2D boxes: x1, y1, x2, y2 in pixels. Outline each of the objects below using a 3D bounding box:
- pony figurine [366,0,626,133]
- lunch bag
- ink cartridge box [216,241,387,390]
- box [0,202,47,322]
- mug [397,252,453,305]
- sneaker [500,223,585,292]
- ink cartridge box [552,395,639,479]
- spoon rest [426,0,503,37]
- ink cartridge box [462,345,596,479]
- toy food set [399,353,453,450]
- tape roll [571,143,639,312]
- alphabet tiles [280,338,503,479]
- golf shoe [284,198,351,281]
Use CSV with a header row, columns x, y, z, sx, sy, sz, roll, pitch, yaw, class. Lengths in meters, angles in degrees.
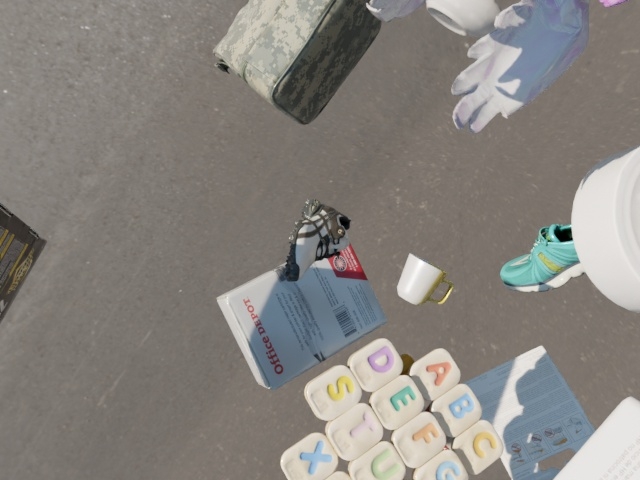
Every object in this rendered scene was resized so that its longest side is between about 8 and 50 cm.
x,y,z,sx,sy,sz,roll,pitch,yaw,class
0.230,-0.327,0.572,0.351,0.303,0.363,-29,63,25,pony figurine
-0.061,-0.437,1.138,0.256,0.213,0.305,40,99,22,lunch bag
-0.038,0.138,1.079,0.273,0.114,0.196,-26,91,-23,ink cartridge box
-0.423,0.101,0.564,0.079,0.257,0.321,26,74,-10,box
0.152,0.064,0.808,0.078,0.062,0.064,30,96,19,mug
0.457,0.015,1.058,0.110,0.107,0.275,40,140,-13,sneaker
0.355,0.383,0.462,0.285,0.166,0.395,-50,50,4,ink cartridge box
0.151,-0.380,0.776,0.276,0.137,0.084,35,103,7,spoon rest
0.405,0.340,1.051,0.181,0.056,0.224,-27,56,6,ink cartridge box
0.190,0.342,1.039,0.111,0.105,0.232,-19,94,58,toy food set
0.557,-0.021,0.878,0.286,0.100,0.286,2,81,-14,tape roll
0.102,0.283,0.723,0.278,0.021,0.284,-28,83,-18,alphabet tiles
0.000,0.000,0.895,0.094,0.198,0.077,16,129,4,golf shoe
